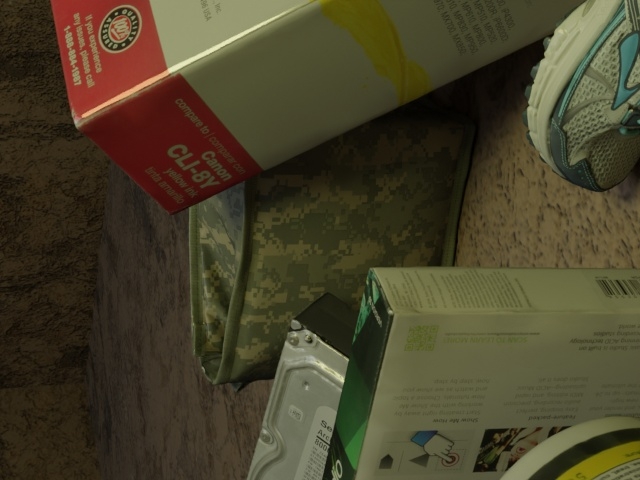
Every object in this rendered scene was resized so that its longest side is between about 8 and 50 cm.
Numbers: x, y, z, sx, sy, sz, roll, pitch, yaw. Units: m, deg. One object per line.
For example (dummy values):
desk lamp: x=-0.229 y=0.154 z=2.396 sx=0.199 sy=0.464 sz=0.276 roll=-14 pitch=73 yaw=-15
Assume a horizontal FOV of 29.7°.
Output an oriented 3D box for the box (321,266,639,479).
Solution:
box: x=0.120 y=0.163 z=0.847 sx=0.058 sy=0.232 sz=0.322 roll=-113 pitch=29 yaw=-55

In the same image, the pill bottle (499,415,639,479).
pill bottle: x=0.223 y=0.244 z=0.629 sx=0.334 sy=0.187 sz=0.188 roll=-137 pitch=48 yaw=-63

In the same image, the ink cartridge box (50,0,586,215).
ink cartridge box: x=-0.014 y=-0.234 z=0.963 sx=0.160 sy=0.384 sz=0.279 roll=50 pitch=-161 yaw=-53

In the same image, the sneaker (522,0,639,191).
sneaker: x=0.214 y=-0.117 z=0.749 sx=0.122 sy=0.110 sz=0.283 roll=46 pitch=151 yaw=29

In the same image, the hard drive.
hard drive: x=0.044 y=0.239 z=1.128 sx=0.237 sy=0.064 sz=0.339 roll=34 pitch=132 yaw=19

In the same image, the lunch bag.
lunch bag: x=0.000 y=0.000 z=1.162 sx=0.169 sy=0.235 sz=0.287 roll=-137 pitch=48 yaw=-57
